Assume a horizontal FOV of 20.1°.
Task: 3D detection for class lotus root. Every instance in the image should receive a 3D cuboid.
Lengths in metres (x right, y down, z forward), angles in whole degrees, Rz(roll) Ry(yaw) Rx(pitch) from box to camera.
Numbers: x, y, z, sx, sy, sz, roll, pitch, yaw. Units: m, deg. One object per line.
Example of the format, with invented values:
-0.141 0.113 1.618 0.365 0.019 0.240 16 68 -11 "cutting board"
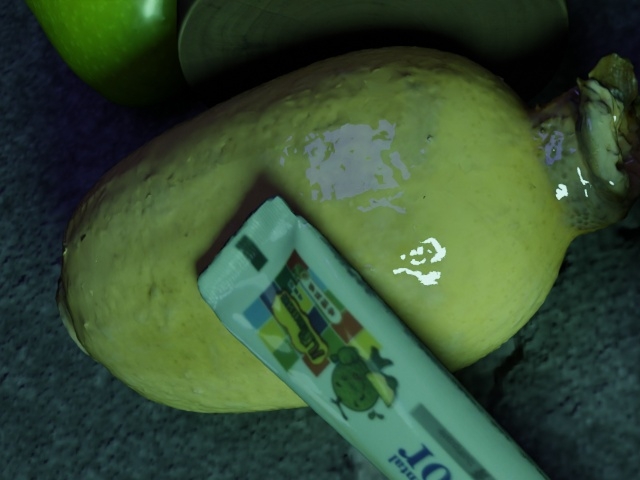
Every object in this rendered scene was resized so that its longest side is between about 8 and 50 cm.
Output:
-0.002 -0.002 0.807 0.303 0.146 0.131 -17 16 27 "lotus root"

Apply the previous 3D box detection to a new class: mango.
-0.134 -0.206 0.999 0.175 0.143 0.293 -50 55 35 "mango"

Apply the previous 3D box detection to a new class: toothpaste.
0.052 0.088 0.723 0.255 0.037 0.067 45 126 7 "toothpaste"

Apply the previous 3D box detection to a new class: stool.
0.019 -0.199 0.877 0.179 0.179 0.264 -16 58 23 "stool"
